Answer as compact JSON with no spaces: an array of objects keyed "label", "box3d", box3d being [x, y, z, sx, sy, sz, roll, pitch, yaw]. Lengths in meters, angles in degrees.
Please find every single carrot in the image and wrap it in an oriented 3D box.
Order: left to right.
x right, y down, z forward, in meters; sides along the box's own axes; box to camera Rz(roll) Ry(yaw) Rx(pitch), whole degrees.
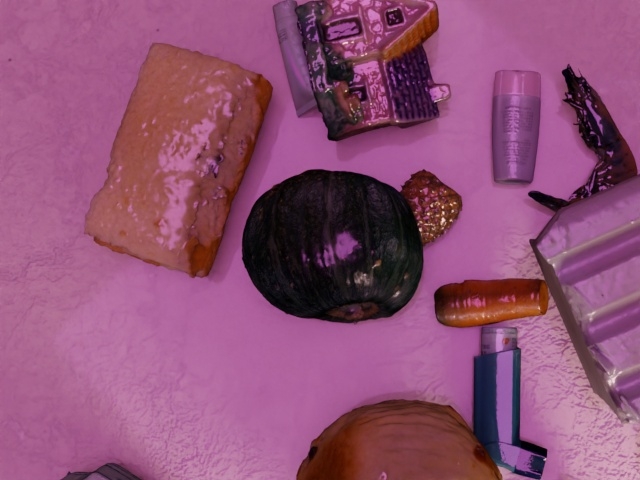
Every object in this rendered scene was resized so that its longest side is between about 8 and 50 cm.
[{"label":"carrot","box3d":[0.291,0.105,1.854,0.193,0.087,0.087,-6,84,18]}]

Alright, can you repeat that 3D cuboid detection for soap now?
[{"label":"soap","box3d":[0.595,0.044,1.767,0.435,0.213,0.350,-27,87,2]}]

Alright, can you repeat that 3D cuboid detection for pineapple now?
[{"label":"pineapple","box3d":[0.138,0.001,1.879,0.125,0.125,0.251,40,95,8]}]

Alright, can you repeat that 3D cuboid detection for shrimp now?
[{"label":"shrimp","box3d":[0.428,-0.159,1.869,0.198,0.051,0.262,-27,97,-8]}]

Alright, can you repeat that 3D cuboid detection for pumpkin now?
[{"label":"pumpkin","box3d":[0.000,0.000,1.801,0.293,0.197,0.263,-10,75,29]}]

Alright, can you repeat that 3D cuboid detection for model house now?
[{"label":"model house","box3d":[0.100,-0.311,1.865,0.237,0.202,0.237,-13,83,5]}]

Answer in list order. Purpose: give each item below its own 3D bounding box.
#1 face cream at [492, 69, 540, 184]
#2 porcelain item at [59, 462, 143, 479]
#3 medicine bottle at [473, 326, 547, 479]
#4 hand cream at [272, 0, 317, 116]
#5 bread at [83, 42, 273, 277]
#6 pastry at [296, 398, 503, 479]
[{"label":"face cream","box3d":[0.341,-0.199,1.904,0.084,0.057,0.198,4,83,1]},{"label":"porcelain item","box3d":[-0.361,0.546,1.851,0.286,0.157,0.281,28,90,7]},{"label":"medicine bottle","box3d":[0.320,0.275,1.847,0.124,0.079,0.258,-2,84,11]},{"label":"hand cream","box3d":[-0.044,-0.330,1.956,0.050,0.078,0.205,-6,79,-36]},{"label":"bread","box3d":[-0.242,-0.136,1.903,0.236,0.165,0.375,20,87,12]},{"label":"pastry","box3d":[0.132,0.440,1.716,0.312,0.388,0.388,22,87,-18]}]
